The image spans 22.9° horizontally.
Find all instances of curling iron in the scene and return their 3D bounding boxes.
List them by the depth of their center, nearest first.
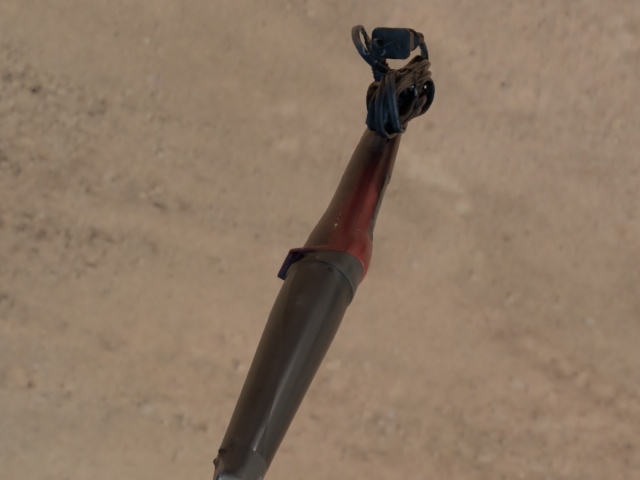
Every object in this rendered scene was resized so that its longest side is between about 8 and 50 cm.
[{"bbox_3d":[0.000,0.000,0.664,0.035,0.274,0.068,4,135,20],"label":"curling iron"}]
